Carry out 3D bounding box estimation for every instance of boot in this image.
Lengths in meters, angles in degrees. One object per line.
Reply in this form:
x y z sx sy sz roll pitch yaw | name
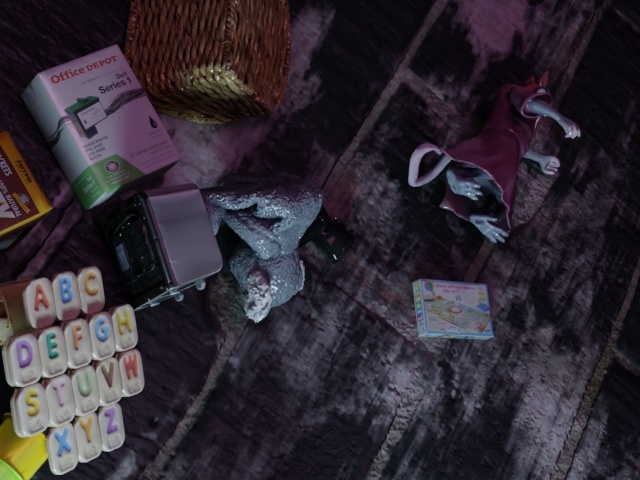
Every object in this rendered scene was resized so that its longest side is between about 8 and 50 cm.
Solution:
0.000 0.000 2.064 0.099 0.045 0.121 47 57 -15 | boot
-0.466 0.098 1.648 0.262 0.203 0.095 -16 82 -32 | boot

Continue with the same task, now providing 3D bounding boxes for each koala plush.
-0.088 0.011 1.924 0.196 0.203 0.221 -35 123 -64 | koala plush

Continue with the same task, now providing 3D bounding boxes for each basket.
-0.190 -0.352 2.046 0.213 0.223 0.299 35 51 -56 | basket

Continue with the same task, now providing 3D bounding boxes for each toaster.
-0.253 0.005 1.836 0.110 0.168 0.186 -15 82 -37 | toaster

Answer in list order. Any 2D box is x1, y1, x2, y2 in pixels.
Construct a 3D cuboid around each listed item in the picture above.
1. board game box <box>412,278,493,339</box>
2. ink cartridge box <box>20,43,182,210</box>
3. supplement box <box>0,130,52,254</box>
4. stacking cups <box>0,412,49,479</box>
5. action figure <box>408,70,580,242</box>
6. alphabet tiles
0.245 0.128 2.171 0.154 0.026 0.103 6 70 -29 | board game box
-0.351 -0.184 1.887 0.160 0.092 0.219 -30 90 -35 | ink cartridge box
-0.518 -0.034 1.672 0.191 0.194 0.129 -30 89 -35 | supplement box
-0.490 0.382 1.598 0.096 0.096 0.316 43 57 -11 | stacking cups
0.344 -0.188 2.281 0.275 0.248 0.370 21 61 7 | action figure
-0.349 0.183 1.702 0.284 0.021 0.278 -15 99 -62 | alphabet tiles
